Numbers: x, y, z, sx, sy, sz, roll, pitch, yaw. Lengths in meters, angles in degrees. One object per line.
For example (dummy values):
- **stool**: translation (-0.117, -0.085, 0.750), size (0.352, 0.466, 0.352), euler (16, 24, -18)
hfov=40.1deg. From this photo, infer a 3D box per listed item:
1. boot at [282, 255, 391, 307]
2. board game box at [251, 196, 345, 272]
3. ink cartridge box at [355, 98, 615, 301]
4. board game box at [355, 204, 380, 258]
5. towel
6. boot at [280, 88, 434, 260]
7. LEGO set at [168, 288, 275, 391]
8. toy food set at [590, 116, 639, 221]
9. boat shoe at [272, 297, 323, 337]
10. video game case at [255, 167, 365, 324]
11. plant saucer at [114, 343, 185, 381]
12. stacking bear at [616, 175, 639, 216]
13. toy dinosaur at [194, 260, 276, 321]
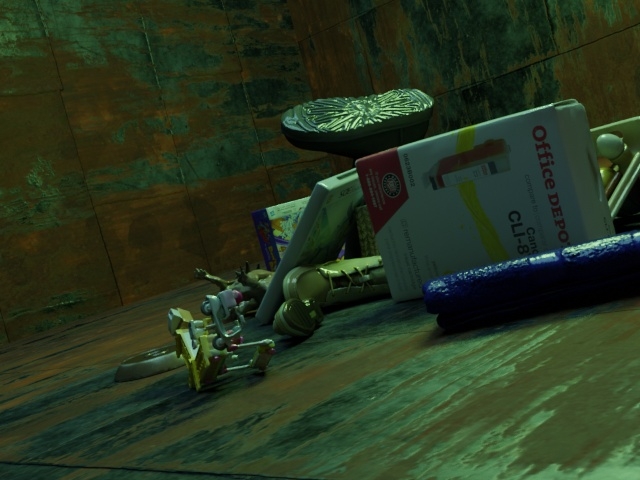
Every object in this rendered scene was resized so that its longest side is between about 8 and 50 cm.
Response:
- **boot**: translation (0.070, 0.078, 1.730), size (0.203, 0.095, 0.262), euler (-12, -6, 37)
- **board game box**: translation (0.010, -0.004, 2.278), size (0.347, 0.233, 0.078), euler (-17, 3, -35)
- **ink cartridge box**: translation (0.290, -0.068, 1.557), size (0.384, 0.279, 0.160), euler (-13, 4, 32)
- **board game box**: translation (0.263, -0.028, 1.921), size (0.232, 0.141, 0.291), euler (-12, -6, 44)
- **towel**: translation (0.311, 0.056, 1.240), size (0.308, 0.076, 0.227), euler (-15, -4, 18)
- **boot**: translation (0.083, -0.114, 2.073), size (0.367, 0.445, 0.146), euler (-9, 39, -16)
- **LEGO set**: translation (-0.146, 0.150, 1.301), size (0.107, 0.132, 0.287), euler (-7, -7, -21)
- **toy food set**: translation (0.534, -0.113, 1.817), size (0.306, 0.092, 0.219), euler (-55, 16, -16)
- **boat shoe**: translation (-0.050, 0.144, 1.527), size (0.072, 0.068, 0.190), euler (-27, -10, 13)
- **video game case**: translation (0.000, 0.000, 1.869), size (0.036, 0.329, 0.300), euler (32, 23, 14)
- **plant saucer**: translation (-0.299, 0.219, 1.608), size (0.168, 0.029, 0.168), euler (-16, 3, 1)
- **stacking bear**: translation (0.645, -0.114, 1.965), size (0.175, 0.164, 0.289), euler (-9, -8, -43)
- **toy dinosaur**: translation (-0.158, 0.114, 2.069), size (0.295, 0.127, 0.200), euler (-5, 2, 42)
